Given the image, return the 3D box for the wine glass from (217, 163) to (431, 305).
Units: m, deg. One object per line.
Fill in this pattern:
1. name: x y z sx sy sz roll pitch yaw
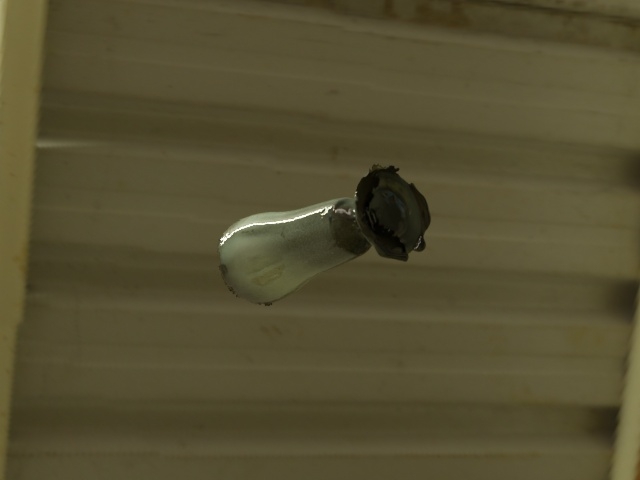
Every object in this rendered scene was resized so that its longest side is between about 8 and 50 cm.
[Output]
1. wine glass: 0.000 0.000 1.024 0.072 0.155 0.072 16 -115 -40
